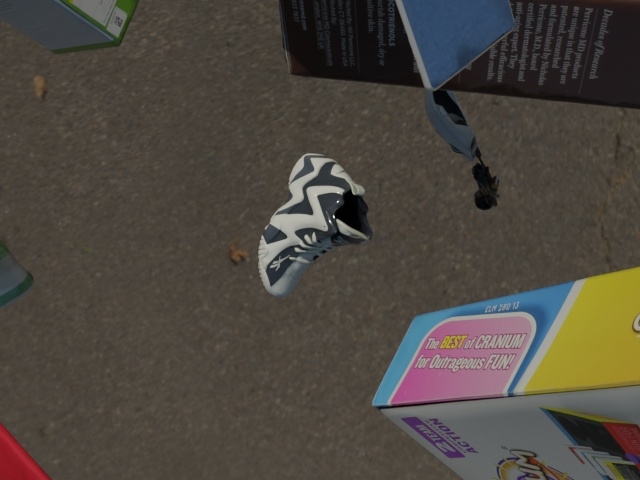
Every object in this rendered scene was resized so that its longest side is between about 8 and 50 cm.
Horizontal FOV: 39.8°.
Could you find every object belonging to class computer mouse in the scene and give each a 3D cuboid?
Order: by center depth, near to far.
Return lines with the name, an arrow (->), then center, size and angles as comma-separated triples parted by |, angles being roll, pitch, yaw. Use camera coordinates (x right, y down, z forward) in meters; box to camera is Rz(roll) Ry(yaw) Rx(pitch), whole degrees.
computer mouse -> 0.176, -0.133, 1.145 | 0.042, 0.106, 0.193 | -26, 73, 6

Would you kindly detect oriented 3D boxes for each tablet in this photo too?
tablet -> 0.050, -0.107, 0.354 | 0.006, 0.054, 0.083 | 29, 152, 50

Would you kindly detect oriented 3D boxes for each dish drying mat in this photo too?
dish drying mat -> -0.137, 0.117, 0.419 | 0.083, 0.008, 0.032 | 33, 124, 34

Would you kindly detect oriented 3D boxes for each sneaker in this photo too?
sneaker -> 0.000, 0.000, 1.334 | 0.153, 0.094, 0.235 | 33, 101, 43

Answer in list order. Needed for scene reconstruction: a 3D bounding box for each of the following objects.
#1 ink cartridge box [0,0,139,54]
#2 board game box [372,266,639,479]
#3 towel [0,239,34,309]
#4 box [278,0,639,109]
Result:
ink cartridge box -> -0.421, -0.381, 1.283 | 0.189, 0.255, 0.097 | 6, 71, 43
board game box -> 0.209, 0.106, 0.399 | 0.242, 0.064, 0.316 | 42, 149, -19
towel -> -0.260, 0.013, 0.545 | 0.113, 0.023, 0.152 | -31, 144, -8
box -> 0.165, -0.251, 0.857 | 0.381, 0.191, 0.143 | 8, 146, 9
